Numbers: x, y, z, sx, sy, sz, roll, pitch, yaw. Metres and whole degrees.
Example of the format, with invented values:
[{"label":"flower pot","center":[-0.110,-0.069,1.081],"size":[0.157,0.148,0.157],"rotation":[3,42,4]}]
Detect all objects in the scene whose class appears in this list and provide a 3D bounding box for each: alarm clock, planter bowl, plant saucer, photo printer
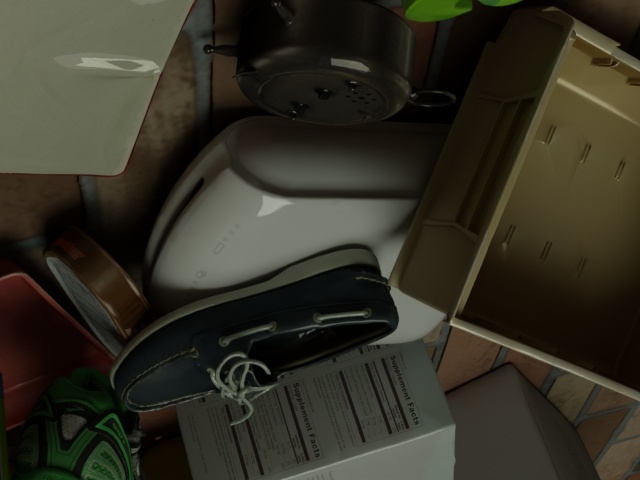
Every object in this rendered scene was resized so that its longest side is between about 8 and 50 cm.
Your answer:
[{"label":"alarm clock","center":[0.020,-0.123,0.882],"size":[0.192,0.064,0.129],"rotation":[11,164,-29]},{"label":"planter bowl","center":[-0.163,0.296,1.463],"size":[0.217,0.090,0.217],"rotation":[-15,156,-7]},{"label":"plant saucer","center":[-0.343,0.113,1.117],"size":[0.259,0.048,0.258],"rotation":[-23,149,3]},{"label":"photo printer","center":[0.000,0.000,1.069],"size":[0.307,0.107,0.256],"rotation":[0,144,-28]}]

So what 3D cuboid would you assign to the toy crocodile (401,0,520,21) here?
[{"label":"toy crocodile","center":[0.167,-0.254,0.762],"size":[0.105,0.115,0.340],"rotation":[5,144,-46]}]

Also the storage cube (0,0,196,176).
[{"label":"storage cube","center":[-0.182,-0.163,0.625],"size":[0.215,0.193,0.184],"rotation":[1,144,-29]}]

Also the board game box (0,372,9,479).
[{"label":"board game box","center":[-0.377,0.133,0.881],"size":[0.078,0.233,0.347],"rotation":[-32,137,14]}]

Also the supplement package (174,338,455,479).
[{"label":"supplement package","center":[-0.011,0.190,1.283],"size":[0.262,0.198,0.199],"rotation":[-17,149,-5]}]

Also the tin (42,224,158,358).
[{"label":"tin","center":[-0.183,0.063,1.053],"size":[0.040,0.106,0.190],"rotation":[-41,140,-16]}]

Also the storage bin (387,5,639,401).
[{"label":"storage bin","center":[0.231,-0.022,0.974],"size":[0.262,0.123,0.260],"rotation":[23,90,-24]}]

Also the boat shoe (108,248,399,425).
[{"label":"boat shoe","center":[-0.056,0.093,1.001],"size":[0.254,0.079,0.095],"rotation":[-21,145,2]}]

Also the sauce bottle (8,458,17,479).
[{"label":"sauce bottle","center":[-0.353,0.278,1.234],"size":[0.111,0.111,0.344],"rotation":[-30,156,16]}]

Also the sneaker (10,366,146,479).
[{"label":"sneaker","center":[-0.214,0.202,1.149],"size":[0.134,0.146,0.343],"rotation":[17,170,-4]}]

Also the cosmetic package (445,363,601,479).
[{"label":"cosmetic package","center":[0.241,0.432,1.692],"size":[0.329,0.327,0.393],"rotation":[-28,148,14]}]
